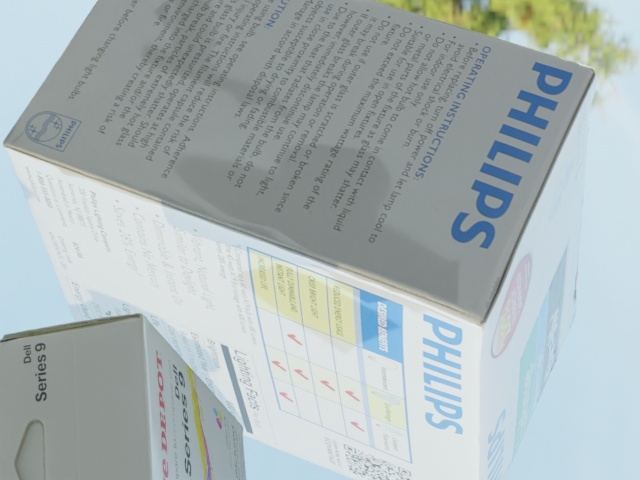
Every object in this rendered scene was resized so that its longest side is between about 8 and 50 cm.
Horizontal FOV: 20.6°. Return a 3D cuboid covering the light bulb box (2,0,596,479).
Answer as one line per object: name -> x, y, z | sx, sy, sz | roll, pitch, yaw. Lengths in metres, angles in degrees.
light bulb box -> 0.000, 0.000, 1.339 | 0.361, 0.358, 0.225 | 20, -117, 16

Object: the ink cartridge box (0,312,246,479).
ink cartridge box -> -0.106, 0.153, 1.002 | 0.093, 0.212, 0.154 | -11, -116, 11
